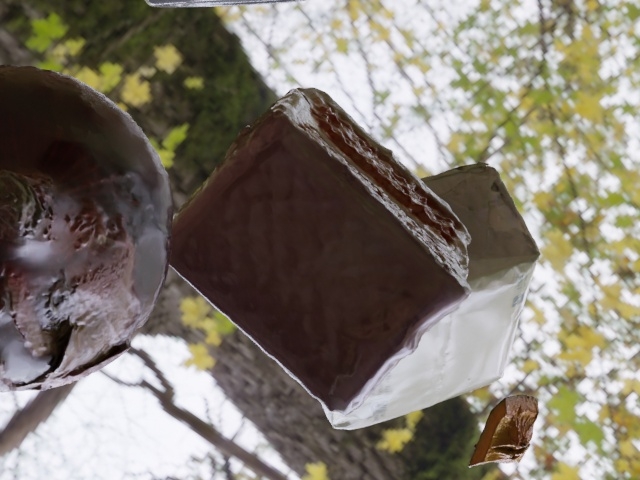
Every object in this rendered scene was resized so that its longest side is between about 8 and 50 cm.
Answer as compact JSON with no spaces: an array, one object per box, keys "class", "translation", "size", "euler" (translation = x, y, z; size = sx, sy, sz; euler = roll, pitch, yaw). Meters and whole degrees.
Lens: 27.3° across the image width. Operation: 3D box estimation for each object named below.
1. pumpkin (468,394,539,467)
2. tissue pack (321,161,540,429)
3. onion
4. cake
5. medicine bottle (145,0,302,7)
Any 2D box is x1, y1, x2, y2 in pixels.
[{"class":"pumpkin","translation":[0.227,0.235,1.587],"size":[0.035,0.073,0.101],"euler":[34,-73,52]},{"class":"tissue pack","translation":[0.127,0.087,1.884],"size":[0.297,0.380,0.207],"euler":[-17,-120,-9]},{"class":"onion","translation":[-0.236,-0.006,1.019],"size":[0.272,0.272,0.195],"euler":[-55,-164,-9]},{"class":"cake","translation":[0.000,0.000,1.504],"size":[0.230,0.309,0.237],"euler":[-43,-172,15]},{"class":"medicine bottle","translation":[-0.065,-0.271,0.898],"size":[0.135,0.135,0.215],"euler":[6,-78,46]}]
